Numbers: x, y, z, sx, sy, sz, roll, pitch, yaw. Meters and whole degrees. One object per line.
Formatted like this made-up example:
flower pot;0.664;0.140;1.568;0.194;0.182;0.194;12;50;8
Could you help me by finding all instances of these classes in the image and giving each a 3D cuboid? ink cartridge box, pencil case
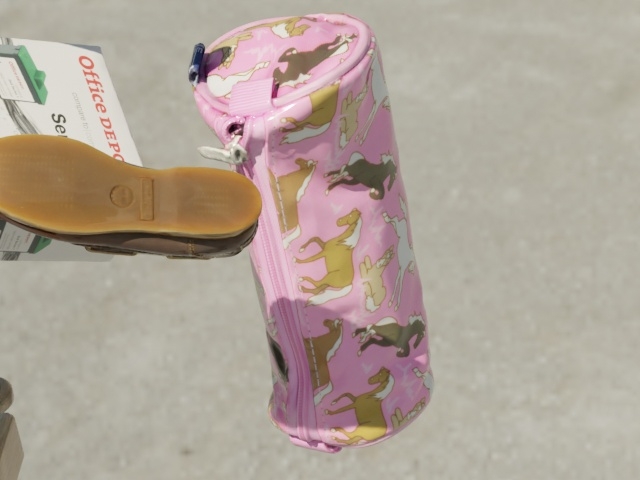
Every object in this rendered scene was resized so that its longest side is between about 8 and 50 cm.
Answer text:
ink cartridge box;-0.255;-0.071;1.292;0.219;0.092;0.160;0;54;-36
pencil case;0.000;0.000;1.457;0.167;0.386;0.160;-19;35;-9

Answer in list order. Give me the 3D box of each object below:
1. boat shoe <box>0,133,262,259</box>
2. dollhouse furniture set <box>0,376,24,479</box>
boat shoe;-0.147;-0.021;1.212;0.207;0.073;0.073;12;-24;-9
dollhouse furniture set;-0.324;0.042;1.151;0.173;0.356;0.303;-4;32;5
